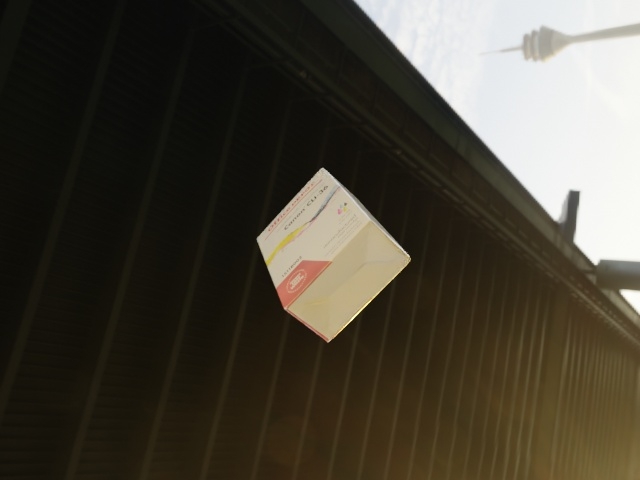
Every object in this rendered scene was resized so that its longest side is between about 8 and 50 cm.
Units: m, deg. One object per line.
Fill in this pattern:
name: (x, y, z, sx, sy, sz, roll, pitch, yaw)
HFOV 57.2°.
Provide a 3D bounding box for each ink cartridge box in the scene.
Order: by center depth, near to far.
ink cartridge box: (0.000, 0.000, 0.622, 0.115, 0.198, 0.067, -46, -63, 7)
